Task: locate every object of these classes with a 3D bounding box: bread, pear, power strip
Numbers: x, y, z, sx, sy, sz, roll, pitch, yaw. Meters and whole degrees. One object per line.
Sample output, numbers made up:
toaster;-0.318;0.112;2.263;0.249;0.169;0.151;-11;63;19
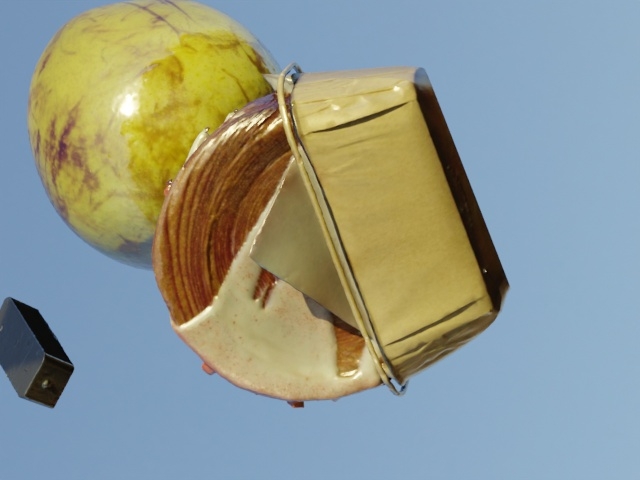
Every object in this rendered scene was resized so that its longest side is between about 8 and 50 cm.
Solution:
bread;0.000;0.000;1.167;0.142;0.212;0.224;-72;-38;-76
pear;-0.159;-0.105;1.787;0.283;0.283;0.283;-9;-80;-54
power strip;-0.201;0.078;1.255;0.029;0.111;0.038;25;-80;-30
